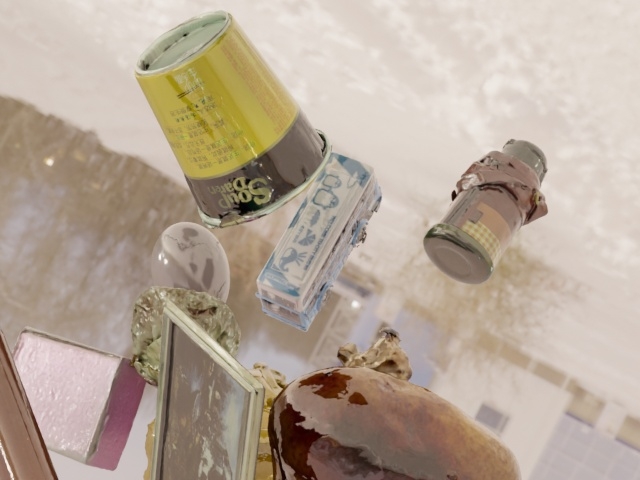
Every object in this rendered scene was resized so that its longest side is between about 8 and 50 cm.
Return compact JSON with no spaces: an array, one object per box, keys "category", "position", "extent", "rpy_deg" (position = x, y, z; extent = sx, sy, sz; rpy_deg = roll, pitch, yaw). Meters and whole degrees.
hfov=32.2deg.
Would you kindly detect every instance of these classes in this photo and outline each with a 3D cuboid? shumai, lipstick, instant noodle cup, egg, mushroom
[{"category":"shumai","position":[-0.219,0.162,1.684],"extent":[0.184,0.142,0.184],"rpy_deg":[6,149,4]},{"category":"lipstick","position":[-0.345,0.146,1.170],"extent":[0.057,0.057,0.357],"rpy_deg":[30,-155,-56]},{"category":"instant noodle cup","position":[-0.128,-0.167,1.477],"extent":[0.215,0.215,0.236],"rpy_deg":[24,151,57]},{"category":"egg","position":[-0.245,0.061,2.110],"extent":[0.146,0.146,0.199],"rpy_deg":[34,-148,-74]},{"category":"mushroom","position":[0.088,0.299,1.388],"extent":[0.345,0.345,0.259],"rpy_deg":[27,-155,3]}]

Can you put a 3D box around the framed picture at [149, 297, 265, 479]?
[{"category":"framed picture","position":[-0.146,0.248,1.324],"extent":[0.019,0.296,0.232],"rpy_deg":[-9,-153,-34]}]

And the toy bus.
[{"category":"toy bus","position":[0.000,0.000,1.930],"extent":[0.106,0.297,0.131],"rpy_deg":[23,158,18]}]

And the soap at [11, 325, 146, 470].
[{"category":"soap","position":[-0.409,0.253,1.805],"extent":[0.259,0.181,0.081],"rpy_deg":[9,168,36]}]

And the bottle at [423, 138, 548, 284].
[{"category":"bottle","position":[0.298,-0.060,1.879],"extent":[0.156,0.271,0.143],"rpy_deg":[37,154,4]}]

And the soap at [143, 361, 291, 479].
[{"category":"soap","position":[-0.167,0.293,1.733],"extent":[0.338,0.169,0.304],"rpy_deg":[11,-168,-32]}]
